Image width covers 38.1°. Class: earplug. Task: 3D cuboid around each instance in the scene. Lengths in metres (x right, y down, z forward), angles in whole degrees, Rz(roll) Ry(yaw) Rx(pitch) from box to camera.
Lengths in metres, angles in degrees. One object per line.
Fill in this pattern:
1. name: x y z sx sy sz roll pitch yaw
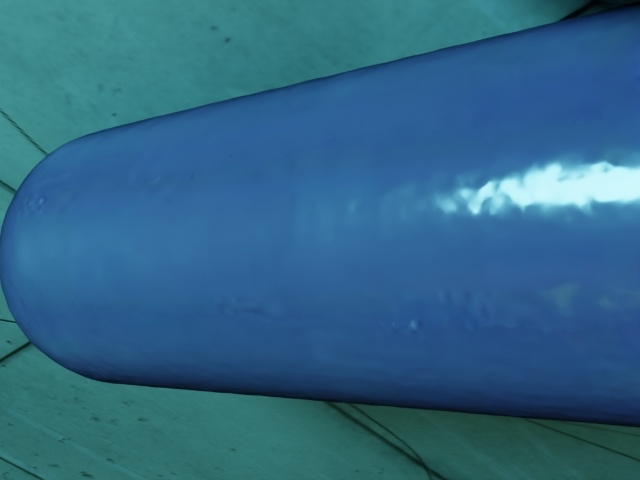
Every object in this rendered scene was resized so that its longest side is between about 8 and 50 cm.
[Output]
1. earplug: 0.000 0.000 0.550 0.455 0.215 0.215 -4 138 27

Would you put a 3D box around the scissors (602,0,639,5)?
1. scissors: 0.085 -0.262 0.334 0.383 0.029 0.256 33 138 -21
